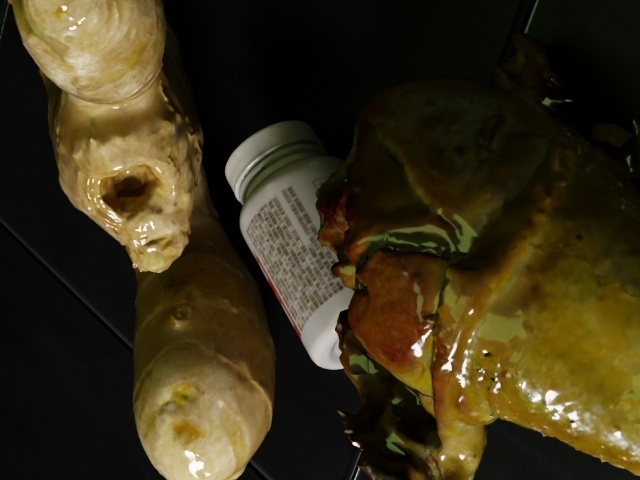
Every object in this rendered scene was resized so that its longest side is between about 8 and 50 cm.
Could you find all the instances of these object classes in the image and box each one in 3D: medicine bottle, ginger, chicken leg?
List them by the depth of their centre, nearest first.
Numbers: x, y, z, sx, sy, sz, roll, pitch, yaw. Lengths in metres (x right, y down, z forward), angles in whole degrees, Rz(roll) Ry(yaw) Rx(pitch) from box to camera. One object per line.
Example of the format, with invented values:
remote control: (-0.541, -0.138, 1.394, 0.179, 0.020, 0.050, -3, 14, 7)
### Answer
chicken leg: (0.113, 0.058, 0.693, 0.211, 0.140, 0.361, -45, 55, 16)
medicine bottle: (0.000, 0.000, 0.867, 0.079, 0.079, 0.140, -51, 58, 35)
ginger: (-0.116, -0.058, 0.941, 0.348, 0.122, 0.363, -109, -4, -62)
